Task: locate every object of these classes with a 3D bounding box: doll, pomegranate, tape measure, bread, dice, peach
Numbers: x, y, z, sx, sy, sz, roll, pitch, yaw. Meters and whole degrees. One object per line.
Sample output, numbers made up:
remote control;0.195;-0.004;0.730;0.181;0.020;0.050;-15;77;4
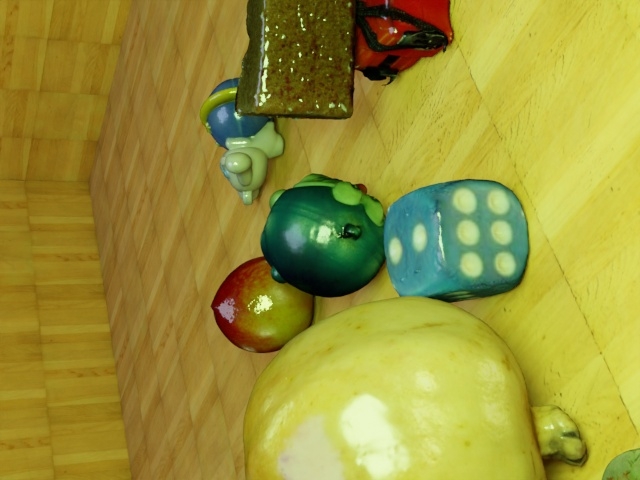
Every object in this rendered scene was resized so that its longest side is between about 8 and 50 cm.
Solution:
doll;-0.144;-0.199;1.944;0.311;0.159;0.243;88;158;-68
pomegranate;0.109;0.258;1.115;0.411;0.411;0.412;180;90;-66
tape measure;0.092;-0.367;1.423;0.260;0.114;0.253;154;114;-63
doll;-0.001;0.000;1.534;0.186;0.198;0.322;-64;11;-14
bread;-0.030;-0.384;1.364;0.113;0.165;0.417;9;97;64
dice;0.172;0.003;1.211;0.146;0.146;0.143;153;113;-63
peach;-0.113;0.123;1.779;0.197;0.197;0.198;180;90;-66

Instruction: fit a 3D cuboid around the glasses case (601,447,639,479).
glasses case;0.348;0.409;0.880;0.156;0.098;0.426;148;118;-67
